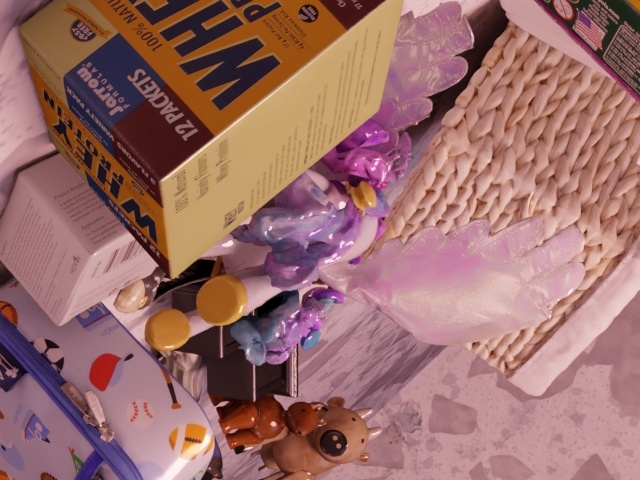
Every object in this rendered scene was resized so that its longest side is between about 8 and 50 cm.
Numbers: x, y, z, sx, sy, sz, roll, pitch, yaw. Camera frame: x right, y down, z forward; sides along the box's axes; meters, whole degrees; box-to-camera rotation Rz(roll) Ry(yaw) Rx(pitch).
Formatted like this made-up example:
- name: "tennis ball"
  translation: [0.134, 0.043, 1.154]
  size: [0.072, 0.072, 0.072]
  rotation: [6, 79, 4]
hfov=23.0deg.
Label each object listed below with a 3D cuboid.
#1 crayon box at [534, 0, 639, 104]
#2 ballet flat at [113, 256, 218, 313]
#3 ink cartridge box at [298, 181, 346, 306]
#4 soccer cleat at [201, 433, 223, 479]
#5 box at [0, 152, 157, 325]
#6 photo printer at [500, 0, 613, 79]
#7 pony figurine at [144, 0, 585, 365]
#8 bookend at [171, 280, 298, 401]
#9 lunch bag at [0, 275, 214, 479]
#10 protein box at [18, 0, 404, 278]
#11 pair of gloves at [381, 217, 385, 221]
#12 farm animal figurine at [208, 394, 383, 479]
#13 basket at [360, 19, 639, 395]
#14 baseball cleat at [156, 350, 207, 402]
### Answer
- name: "crayon box"
  translation: [0.379, -0.255, 1.423]
  size: [0.313, 0.363, 0.106]
  rotation: [-38, 166, -22]
- name: "ballet flat"
  translation: [-0.133, 0.032, 1.522]
  size: [0.173, 0.049, 0.057]
  rotation: [-29, 160, -47]
- name: "ink cartridge box"
  translation: [0.000, 0.000, 1.784]
  size: [0.115, 0.067, 0.198]
  rotation: [-37, 166, -29]
- name: "soccer cleat"
  translation: [-0.229, 0.233, 1.801]
  size: [0.093, 0.121, 0.289]
  rotation: [-42, 148, 23]
- name: "box"
  translation: [-0.173, -0.011, 1.171]
  size: [0.101, 0.087, 0.102]
  rotation: [-32, 164, -41]
- name: "photo printer"
  translation: [0.371, -0.273, 1.613]
  size: [0.307, 0.256, 0.107]
  rotation: [-35, 145, -36]
- name: "pony figurine"
  translation: [0.005, -0.016, 1.384]
  size: [0.351, 0.303, 0.363]
  rotation: [-26, 172, 30]
- name: "bookend"
  translation: [-0.091, 0.105, 1.654]
  size: [0.157, 0.072, 0.156]
  rotation: [-19, 112, -60]
- name: "lunch bag"
  translation: [-0.210, 0.167, 1.292]
  size: [0.115, 0.243, 0.303]
  rotation: [-35, 166, -34]
- name: "protein box"
  translation: [-0.069, -0.112, 1.044]
  size: [0.201, 0.136, 0.200]
  rotation: [-40, 168, -15]
- name: "pair of gloves"
  translation: [0.071, -0.006, 2.114]
  size: [0.074, 0.010, 0.083]
  rotation: [-33, 165, -37]
- name: "farm animal figurine"
  translation: [-0.002, 0.271, 1.880]
  size: [0.172, 0.330, 0.327]
  rotation: [-22, -164, -4]
- name: "basket"
  translation: [0.254, -0.066, 1.740]
  size: [0.328, 0.266, 0.331]
  rotation: [-55, 176, -34]
- name: "baseball cleat"
  translation: [-0.136, 0.124, 1.773]
  size: [0.109, 0.072, 0.206]
  rotation: [-44, 172, -22]
